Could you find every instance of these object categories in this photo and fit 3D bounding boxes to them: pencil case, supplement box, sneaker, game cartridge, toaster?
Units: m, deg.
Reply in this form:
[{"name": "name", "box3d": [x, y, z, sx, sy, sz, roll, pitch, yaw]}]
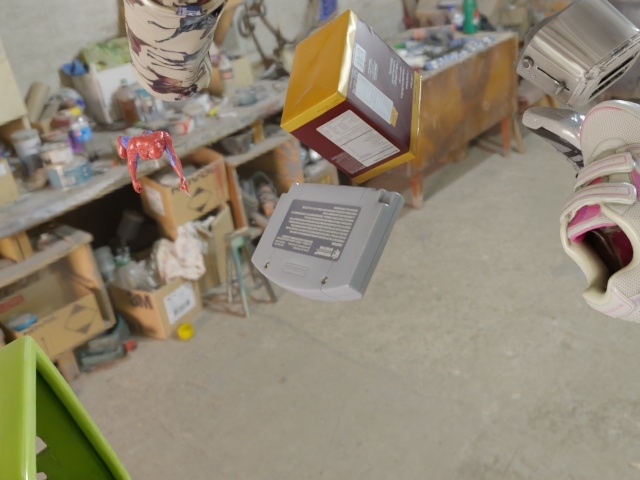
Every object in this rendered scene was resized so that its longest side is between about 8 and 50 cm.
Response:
[{"name": "pencil case", "box3d": [-0.260, -0.392, 1.239, 0.184, 0.159, 0.410, 22, -14, -9]}, {"name": "supplement box", "box3d": [0.058, -0.238, 1.151, 0.129, 0.194, 0.191, -22, 48, 40]}, {"name": "sneaker", "box3d": [0.290, -0.034, 0.657, 0.111, 0.103, 0.252, 8, 60, -21]}, {"name": "game cartridge", "box3d": [0.000, 0.000, 1.160, 0.062, 0.198, 0.297, 26, -9, -35]}, {"name": "toaster", "box3d": [0.473, -0.343, 1.226, 0.227, 0.129, 0.146, -35, 72, -21]}, {"name": "sneaker", "box3d": [0.458, -0.123, 1.185, 0.269, 0.153, 0.101, 27, 34, 15]}]

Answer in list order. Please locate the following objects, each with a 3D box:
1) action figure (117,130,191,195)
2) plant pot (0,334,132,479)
[{"name": "action figure", "box3d": [-0.327, -0.145, 1.311, 0.092, 0.138, 0.280, -18, 12, -18]}, {"name": "plant pot", "box3d": [-0.286, 0.258, 0.578, 0.207, 0.227, 0.228, -27, 28, -11]}]
